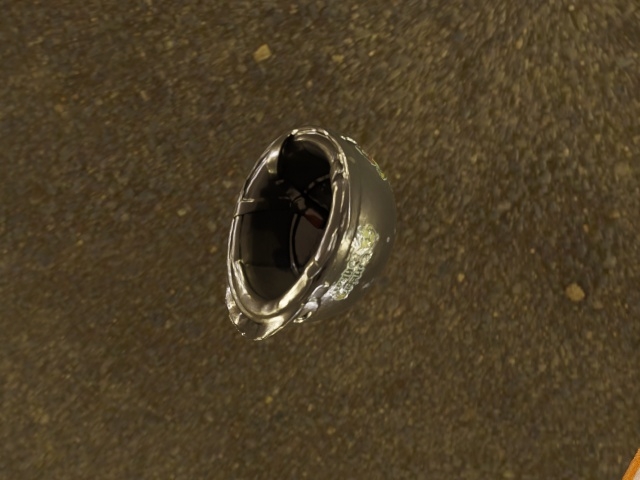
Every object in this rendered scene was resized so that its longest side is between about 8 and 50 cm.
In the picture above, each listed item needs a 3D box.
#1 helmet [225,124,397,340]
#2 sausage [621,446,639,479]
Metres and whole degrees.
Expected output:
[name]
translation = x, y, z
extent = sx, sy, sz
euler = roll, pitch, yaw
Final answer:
[helmet]
translation = 0.000, 0.000, 1.283
extent = 0.160, 0.230, 0.278
euler = 11, 106, -36
[sausage]
translation = 0.453, 0.372, 1.223
extent = 0.233, 0.287, 0.233
euler = 30, 152, 18
